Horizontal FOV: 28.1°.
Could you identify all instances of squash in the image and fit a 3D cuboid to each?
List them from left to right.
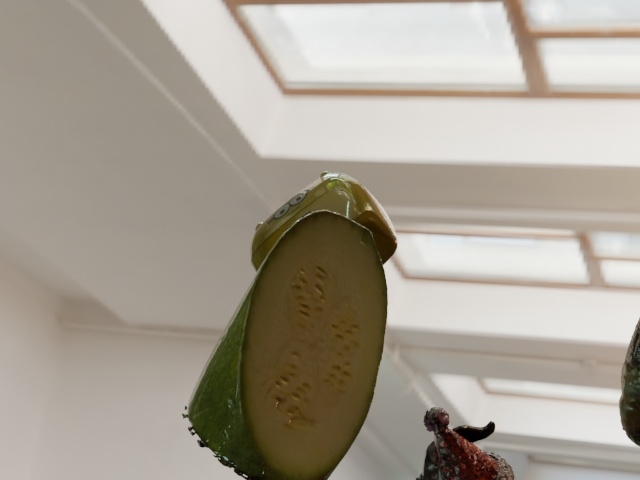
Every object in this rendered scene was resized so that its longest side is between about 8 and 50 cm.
[{"bbox_3d":[-0.011,0.117,1.363,0.261,0.189,0.189,-57,-17,10],"label":"squash"}]

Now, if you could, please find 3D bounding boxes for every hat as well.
[{"bbox_3d":[0.195,0.327,1.887,0.227,0.140,0.129,58,-159,-34],"label":"hat"}]

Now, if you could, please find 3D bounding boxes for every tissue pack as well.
[{"bbox_3d":[0.000,0.000,1.646,0.123,0.178,0.127,45,-169,-41],"label":"tissue pack"}]

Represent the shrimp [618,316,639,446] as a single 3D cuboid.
[{"bbox_3d":[0.470,0.104,1.537,0.071,0.233,0.365,-130,41,-51],"label":"shrimp"}]
